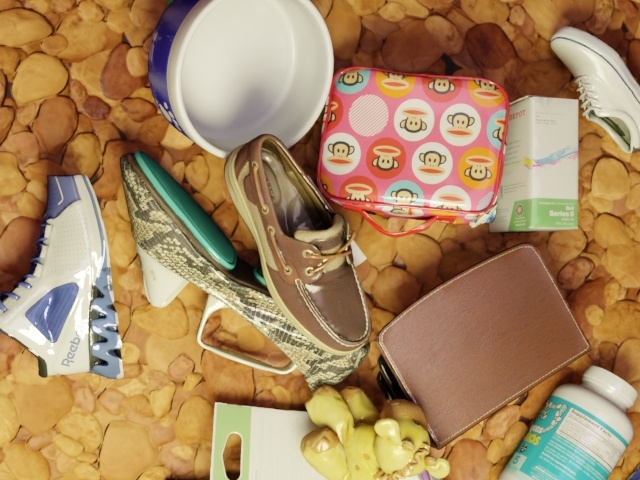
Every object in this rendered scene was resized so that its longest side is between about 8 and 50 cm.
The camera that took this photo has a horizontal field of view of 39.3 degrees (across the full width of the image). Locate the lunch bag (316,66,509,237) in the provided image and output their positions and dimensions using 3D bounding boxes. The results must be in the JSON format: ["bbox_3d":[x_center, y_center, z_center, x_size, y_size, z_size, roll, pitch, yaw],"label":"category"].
[{"bbox_3d":[0.143,-0.131,1.406,0.293,0.120,0.258,8,85,6],"label":"lunch bag"}]

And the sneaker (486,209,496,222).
[{"bbox_3d":[0.222,-0.079,1.495,0.162,0.063,0.073,39,89,-1],"label":"sneaker"}]

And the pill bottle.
[{"bbox_3d":[0.415,0.339,1.477,0.146,0.146,0.264,38,79,-10],"label":"pill bottle"}]

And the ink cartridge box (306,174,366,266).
[{"bbox_3d":[0.000,0.000,1.402,0.067,0.115,0.198,-36,97,-12],"label":"ink cartridge box"}]

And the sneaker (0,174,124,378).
[{"bbox_3d":[-0.394,0.062,1.296,0.182,0.127,0.315,-9,92,-16],"label":"sneaker"}]

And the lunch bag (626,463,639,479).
[{"bbox_3d":[0.580,0.525,1.530,0.243,0.115,0.303,44,78,-6],"label":"lunch bag"}]

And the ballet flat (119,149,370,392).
[{"bbox_3d":[-0.147,0.076,1.354,0.483,0.164,0.182,38,98,-12],"label":"ballet flat"}]

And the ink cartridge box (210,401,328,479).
[{"bbox_3d":[-0.054,0.345,1.371,0.235,0.056,0.171,7,58,-12],"label":"ink cartridge box"}]

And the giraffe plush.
[{"bbox_3d":[0.089,0.296,1.307,0.181,0.170,0.210,13,57,-38],"label":"giraffe plush"}]

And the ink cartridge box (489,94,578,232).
[{"bbox_3d":[0.348,-0.120,1.472,0.093,0.154,0.212,0,88,-14],"label":"ink cartridge box"}]

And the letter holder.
[{"bbox_3d":[0.234,0.156,1.438,0.302,0.152,0.214,-30,93,-13],"label":"letter holder"}]

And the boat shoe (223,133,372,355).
[{"bbox_3d":[-0.016,0.005,1.263,0.123,0.123,0.341,-27,92,-29],"label":"boat shoe"}]

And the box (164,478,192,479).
[{"bbox_3d":[-0.093,0.498,1.390,0.322,0.058,0.232,7,86,-15],"label":"box"}]

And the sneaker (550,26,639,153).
[{"bbox_3d":[0.485,-0.257,1.542,0.258,0.094,0.091,42,75,-10],"label":"sneaker"}]

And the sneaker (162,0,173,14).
[{"bbox_3d":[-0.157,-0.413,1.374,0.110,0.123,0.295,23,82,-12],"label":"sneaker"}]

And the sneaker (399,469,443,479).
[{"bbox_3d":[0.143,0.463,1.419,0.152,0.114,0.305,-23,77,16],"label":"sneaker"}]

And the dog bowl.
[{"bbox_3d":[-0.116,-0.256,1.328,0.265,0.104,0.264,-16,119,-30],"label":"dog bowl"}]
